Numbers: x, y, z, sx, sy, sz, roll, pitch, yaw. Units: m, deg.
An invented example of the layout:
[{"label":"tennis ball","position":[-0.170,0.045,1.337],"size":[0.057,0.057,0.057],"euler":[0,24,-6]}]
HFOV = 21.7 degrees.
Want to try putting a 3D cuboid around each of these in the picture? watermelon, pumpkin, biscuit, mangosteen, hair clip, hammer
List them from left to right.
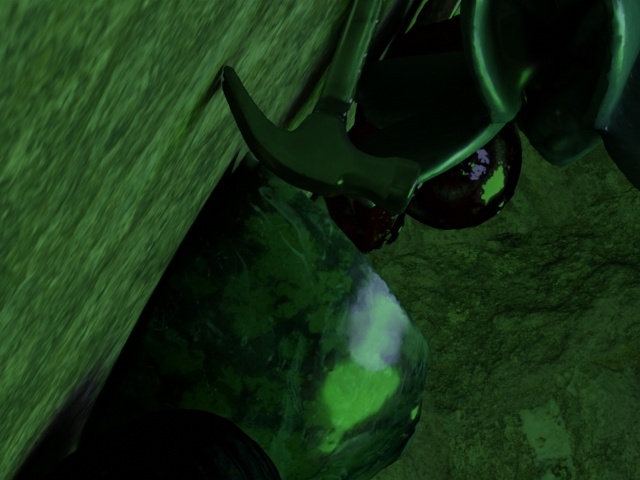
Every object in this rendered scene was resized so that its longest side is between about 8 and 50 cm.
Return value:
[{"label":"pumpkin","position":[-0.102,0.178,0.929],"size":[0.194,0.150,0.194],"euler":[15,90,-81]},{"label":"watermelon","position":[-0.052,0.088,1.081],"size":[0.305,0.224,0.180],"euler":[111,-36,-53]},{"label":"hammer","position":[0.026,-0.140,0.822],"size":[0.029,0.103,0.246],"euler":[108,-2,-73]},{"label":"biscuit","position":[0.120,-0.231,1.623],"size":[0.250,0.032,0.133],"euler":[-60,-177,1]},{"label":"mangosteen","position":[0.178,-0.111,2.268],"size":[0.210,0.210,0.210],"euler":[-60,177,-6]},{"label":"hair clip","position":[0.176,-0.166,1.171],"size":[0.318,0.392,0.238],"euler":[-50,145,-61]}]

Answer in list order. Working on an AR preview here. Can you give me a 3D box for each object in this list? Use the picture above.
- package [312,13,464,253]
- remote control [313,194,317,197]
[{"label":"package","position":[0.064,-0.099,1.455],"size":[0.194,0.071,0.269],"euler":[3,-115,56]},{"label":"remote control","position":[0.000,0.000,1.705],"size":[0.313,0.055,0.109],"euler":[-57,175,-40]}]
